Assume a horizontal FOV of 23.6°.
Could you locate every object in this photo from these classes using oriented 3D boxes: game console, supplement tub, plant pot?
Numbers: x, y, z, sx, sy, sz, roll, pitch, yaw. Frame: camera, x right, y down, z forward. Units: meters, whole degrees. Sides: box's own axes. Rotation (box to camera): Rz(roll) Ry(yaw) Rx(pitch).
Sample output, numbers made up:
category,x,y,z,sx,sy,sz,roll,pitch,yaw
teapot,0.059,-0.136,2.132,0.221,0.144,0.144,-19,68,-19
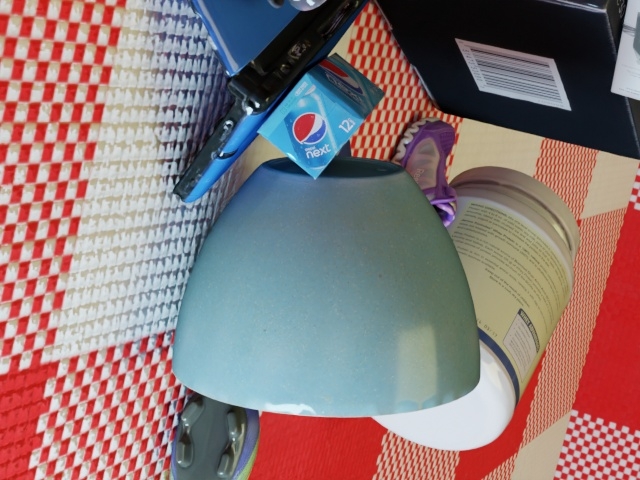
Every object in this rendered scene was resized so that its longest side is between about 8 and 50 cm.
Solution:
category,x,y,z,sx,sy,sz,roll,pitch,yaw
game console,-0.066,-0.221,1.378,0.250,0.173,0.293,-49,-178,46
supplement tub,0.187,0.081,1.973,0.325,0.235,0.235,-56,154,-38
plant pot,0.009,0.027,1.426,0.290,0.290,0.195,-25,119,-64

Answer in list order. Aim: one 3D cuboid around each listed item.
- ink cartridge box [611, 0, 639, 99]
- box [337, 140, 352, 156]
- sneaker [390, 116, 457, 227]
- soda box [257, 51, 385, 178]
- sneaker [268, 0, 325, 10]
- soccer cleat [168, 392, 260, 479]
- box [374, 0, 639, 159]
category,x,y,z,sx,sy,sz,roll,pitch,yaw
ink cartridge box,0.351,-0.224,1.585,0.099,0.056,0.135,-48,150,-46
box,0.000,0.000,1.709,0.225,0.036,0.136,84,30,-49
sneaker,0.128,-0.059,1.901,0.095,0.105,0.236,85,28,-43
soda box,0.005,-0.118,1.405,0.071,0.067,0.210,-50,-178,14
sneaker,-0.052,-0.245,1.167,0.321,0.125,0.180,-50,121,-46
soccer cleat,-0.123,0.283,1.540,0.121,0.093,0.289,9,98,-77
box,0.294,-0.409,1.793,0.480,0.297,0.471,44,63,-68
